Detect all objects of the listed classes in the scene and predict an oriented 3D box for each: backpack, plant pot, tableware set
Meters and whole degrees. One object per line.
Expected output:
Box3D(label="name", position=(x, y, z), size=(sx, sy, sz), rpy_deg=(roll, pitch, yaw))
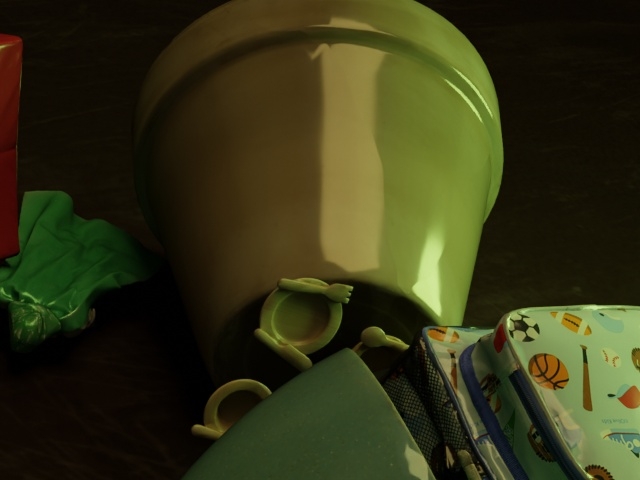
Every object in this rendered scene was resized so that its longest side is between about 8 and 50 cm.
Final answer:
Box3D(label="backpack", position=(0.177, 0.180, 1.335), size=(0.276, 0.213, 0.263), rpy_deg=(-2, 63, -34))
Box3D(label="plant pot", position=(-0.010, 0.234, 1.074), size=(0.195, 0.290, 0.290), rpy_deg=(-25, 36, -7))
Box3D(label="tableware set", position=(-0.007, 0.111, 1.406), size=(0.141, 0.169, 0.020), rpy_deg=(26, 13, -27))
Box3D(label="plant pot", position=(0.000, 0.000, 1.546), size=(0.323, 0.323, 0.280), rpy_deg=(13, 42, -15))

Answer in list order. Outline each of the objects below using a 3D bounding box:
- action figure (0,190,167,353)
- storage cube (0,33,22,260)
Box3D(label="action figure", position=(-0.214, 0.035, 1.543), size=(0.137, 0.063, 0.232), rpy_deg=(22, 20, 0))
Box3D(label="storage cube", position=(-0.362, -0.072, 1.454), size=(0.215, 0.184, 0.193), rpy_deg=(12, 18, 31))
